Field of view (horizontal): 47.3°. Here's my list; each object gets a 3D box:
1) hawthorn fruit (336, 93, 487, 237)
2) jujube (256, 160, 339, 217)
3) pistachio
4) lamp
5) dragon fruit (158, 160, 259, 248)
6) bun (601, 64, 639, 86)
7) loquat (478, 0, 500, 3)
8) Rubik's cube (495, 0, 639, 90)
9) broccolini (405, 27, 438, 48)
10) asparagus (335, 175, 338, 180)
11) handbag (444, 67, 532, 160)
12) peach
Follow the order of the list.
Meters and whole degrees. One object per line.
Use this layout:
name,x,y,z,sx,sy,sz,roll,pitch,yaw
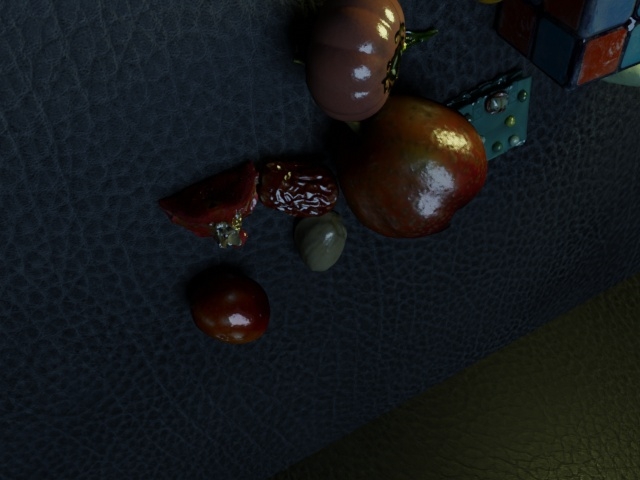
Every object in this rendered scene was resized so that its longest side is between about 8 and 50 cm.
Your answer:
hawthorn fruit,0.208,-0.208,1.907,0.403,0.403,0.403,-21,142,-18
jujube,-0.064,-0.140,1.937,0.230,0.155,0.155,3,130,-29
pistachio,0.000,0.000,2.158,0.238,0.153,0.138,94,20,-49
lamp,0.061,-0.422,1.635,0.305,0.239,0.305,14,90,-79
dragon fruit,-0.252,-0.057,1.845,0.262,0.211,0.134,-21,135,-8
bun,0.877,-0.567,2.078,0.293,0.293,0.187,-15,126,-24
loquat,0.413,-0.639,1.754,0.141,0.141,0.141,-21,142,-18
Rubik's cube,0.667,-0.614,1.820,0.316,0.313,0.318,-23,141,-16
broccolini,0.212,-0.505,1.836,0.201,0.058,0.074,-30,161,-32
asparagus,0.009,-0.153,2.085,0.163,0.016,0.016,-32,162,-5
handbag,0.504,-0.345,2.178,0.268,0.100,0.274,-24,143,-12
peach,-0.267,0.196,2.119,0.243,0.199,0.243,8,157,3
